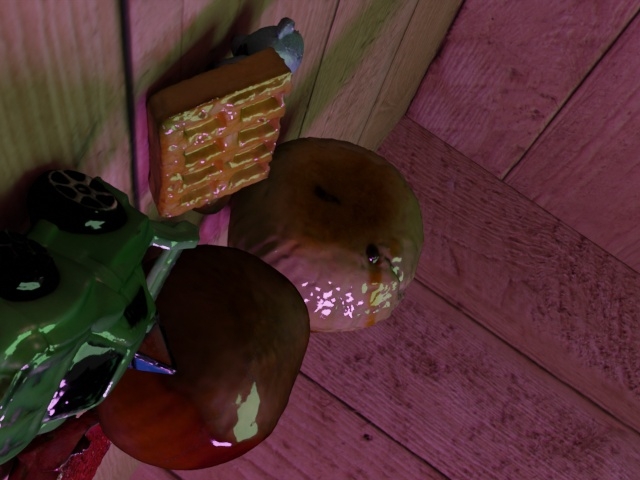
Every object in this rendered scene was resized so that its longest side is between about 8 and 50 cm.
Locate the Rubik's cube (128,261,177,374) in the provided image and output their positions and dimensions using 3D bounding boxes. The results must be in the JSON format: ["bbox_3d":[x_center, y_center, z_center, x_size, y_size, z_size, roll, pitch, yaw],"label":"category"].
[{"bbox_3d":[-0.315,0.099,1.300,0.178,0.211,0.190,-32,-145,36],"label":"Rubik's cube"}]

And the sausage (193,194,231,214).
[{"bbox_3d":[-0.172,-0.076,1.422,0.076,0.076,0.141,-55,175,-2],"label":"sausage"}]

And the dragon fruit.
[{"bbox_3d":[-0.439,0.359,1.539,0.161,0.126,0.274,105,9,-47],"label":"dragon fruit"}]

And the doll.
[{"bbox_3d":[-0.103,-0.219,1.201,0.179,0.075,0.120,-27,170,-7],"label":"doll"}]

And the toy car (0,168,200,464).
[{"bbox_3d":[-0.248,0.072,0.915,0.213,0.176,0.359,-58,-170,21],"label":"toy car"}]

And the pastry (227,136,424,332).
[{"bbox_3d":[0.000,0.000,1.809,0.388,0.388,0.312,-52,-178,-31],"label":"pastry"}]

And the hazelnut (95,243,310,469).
[{"bbox_3d":[-0.194,0.175,1.484,0.366,0.365,0.366,-55,175,-7],"label":"hazelnut"}]

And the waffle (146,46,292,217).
[{"bbox_3d":[-0.133,-0.127,1.182,0.168,0.057,0.274,-24,164,-18],"label":"waffle"}]
